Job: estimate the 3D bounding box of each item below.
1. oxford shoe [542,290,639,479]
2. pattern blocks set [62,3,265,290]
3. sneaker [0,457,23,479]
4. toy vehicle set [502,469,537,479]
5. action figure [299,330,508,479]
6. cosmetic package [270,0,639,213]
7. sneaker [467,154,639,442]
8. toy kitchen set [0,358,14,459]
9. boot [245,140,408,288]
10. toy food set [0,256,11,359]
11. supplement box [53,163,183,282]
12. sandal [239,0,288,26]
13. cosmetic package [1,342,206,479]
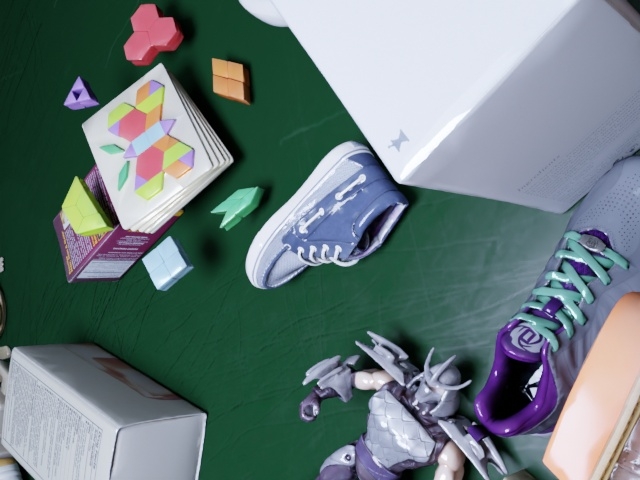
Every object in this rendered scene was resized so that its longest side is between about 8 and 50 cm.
[{"bbox_3d":[0.177,0.221,0.372,0.132,0.130,0.364,22,101,34],"label":"oxford shoe"},{"bbox_3d":[-0.203,-0.116,0.776,0.285,0.026,0.325,-48,65,5],"label":"pattern blocks set"},{"bbox_3d":[-0.593,0.525,1.132,0.131,0.112,0.296,45,120,30],"label":"sneaker"},{"bbox_3d":[0.155,0.337,0.494,0.166,0.035,0.267,36,112,38],"label":"toy vehicle set"},{"bbox_3d":[0.040,0.207,0.568,0.285,0.099,0.185,-57,49,21],"label":"action figure"},{"bbox_3d":[0.101,-0.150,0.435,0.138,0.224,0.224,-48,59,31],"label":"cosmetic package"},{"bbox_3d":[0.176,0.047,0.443,0.083,0.098,0.224,31,109,39],"label":"sneaker"},{"bbox_3d":[-0.634,0.309,1.138,0.122,0.166,0.207,24,104,41],"label":"toy kitchen set"},{"bbox_3d":[0.000,0.000,0.627,0.190,0.069,0.086,-52,53,26],"label":"boot"},{"bbox_3d":[-0.642,0.138,1.240,0.132,0.038,0.192,-19,75,41],"label":"toy food set"},{"bbox_3d":[-0.280,-0.032,0.881,0.188,0.081,0.104,-39,63,34],"label":"supplement box"},{"bbox_3d":[0.069,-0.361,0.552,0.416,0.102,0.169,-52,56,8],"label":"sandal"},{"bbox_3d":[-0.295,0.249,0.853,0.296,0.129,0.153,17,98,43],"label":"cosmetic package"}]
